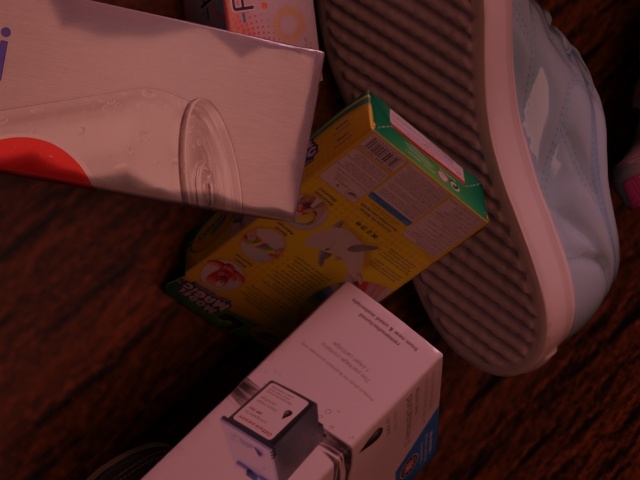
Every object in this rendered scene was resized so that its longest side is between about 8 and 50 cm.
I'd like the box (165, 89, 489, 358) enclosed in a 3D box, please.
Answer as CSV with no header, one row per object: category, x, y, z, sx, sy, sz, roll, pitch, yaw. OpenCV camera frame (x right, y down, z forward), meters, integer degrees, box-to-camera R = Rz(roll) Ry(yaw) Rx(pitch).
box,0.000,0.000,0.992,0.179,0.043,0.105,-38,123,25

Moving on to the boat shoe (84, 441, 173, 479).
boat shoe,-0.133,0.177,0.971,0.152,0.049,0.056,-41,113,-22

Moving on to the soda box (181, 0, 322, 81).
soda box,-0.048,-0.178,0.979,0.063,0.058,0.183,-13,103,-29

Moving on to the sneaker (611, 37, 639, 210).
sneaker,0.257,-0.116,1.141,0.111,0.103,0.252,53,49,-15

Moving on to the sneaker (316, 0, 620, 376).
sneaker,0.103,-0.107,1.056,0.150,0.135,0.366,-29,113,-46

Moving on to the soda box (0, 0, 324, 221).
soda box,-0.149,-0.081,0.874,0.286,0.091,0.098,11,92,-19

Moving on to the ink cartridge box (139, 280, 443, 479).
ink cartridge box,-0.019,0.138,0.972,0.191,0.082,0.140,-45,156,-23
